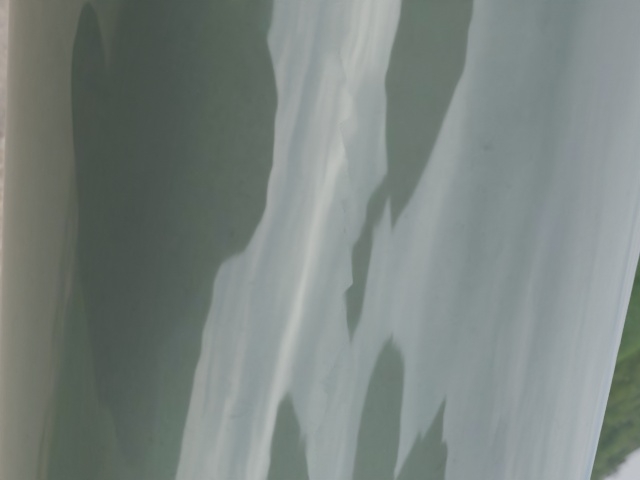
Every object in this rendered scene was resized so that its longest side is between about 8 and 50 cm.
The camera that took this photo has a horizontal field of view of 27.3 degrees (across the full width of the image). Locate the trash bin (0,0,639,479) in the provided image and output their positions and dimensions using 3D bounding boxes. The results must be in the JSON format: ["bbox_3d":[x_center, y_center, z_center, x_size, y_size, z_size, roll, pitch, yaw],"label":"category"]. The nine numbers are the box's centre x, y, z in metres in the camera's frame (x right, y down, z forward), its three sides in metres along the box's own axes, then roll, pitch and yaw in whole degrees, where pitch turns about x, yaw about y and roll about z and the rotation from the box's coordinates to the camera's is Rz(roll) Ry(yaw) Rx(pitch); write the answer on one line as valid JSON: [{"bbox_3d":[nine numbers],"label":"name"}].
[{"bbox_3d":[0.000,0.000,0.550,0.280,0.432,0.280,7,-169,-1],"label":"trash bin"}]
